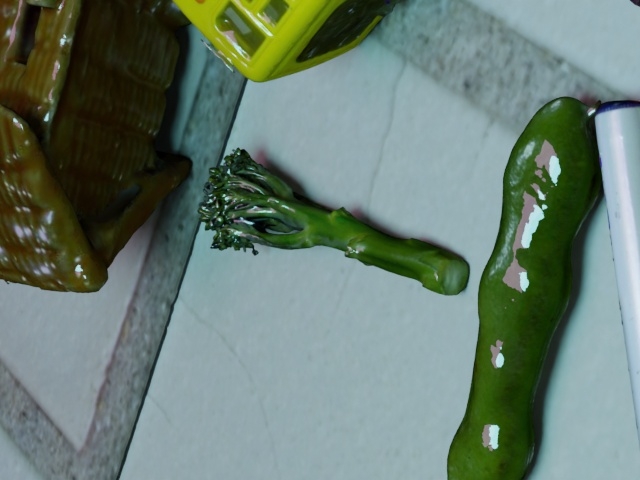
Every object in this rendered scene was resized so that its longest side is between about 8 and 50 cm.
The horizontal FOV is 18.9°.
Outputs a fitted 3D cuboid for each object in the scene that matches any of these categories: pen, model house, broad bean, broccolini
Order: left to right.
[{"bbox_3d":[-0.195,-0.083,1.300,0.199,0.219,0.229,7,82,36],"label":"model house"},{"bbox_3d":[-0.001,-0.002,1.176,0.216,0.058,0.067,24,105,48],"label":"broccolini"},{"bbox_3d":[0.109,0.044,1.048,0.053,0.052,0.256,-72,-6,-73],"label":"broad bean"},{"bbox_3d":[0.171,0.060,0.978,0.033,0.033,0.269,-17,76,50],"label":"pen"}]

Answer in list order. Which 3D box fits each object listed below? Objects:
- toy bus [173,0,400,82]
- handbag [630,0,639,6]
[{"bbox_3d":[0.033,-0.243,1.066,0.152,0.144,0.330,51,131,12],"label":"toy bus"},{"bbox_3d":[0.204,-0.198,0.876,0.203,0.074,0.216,-145,58,-64],"label":"handbag"}]
